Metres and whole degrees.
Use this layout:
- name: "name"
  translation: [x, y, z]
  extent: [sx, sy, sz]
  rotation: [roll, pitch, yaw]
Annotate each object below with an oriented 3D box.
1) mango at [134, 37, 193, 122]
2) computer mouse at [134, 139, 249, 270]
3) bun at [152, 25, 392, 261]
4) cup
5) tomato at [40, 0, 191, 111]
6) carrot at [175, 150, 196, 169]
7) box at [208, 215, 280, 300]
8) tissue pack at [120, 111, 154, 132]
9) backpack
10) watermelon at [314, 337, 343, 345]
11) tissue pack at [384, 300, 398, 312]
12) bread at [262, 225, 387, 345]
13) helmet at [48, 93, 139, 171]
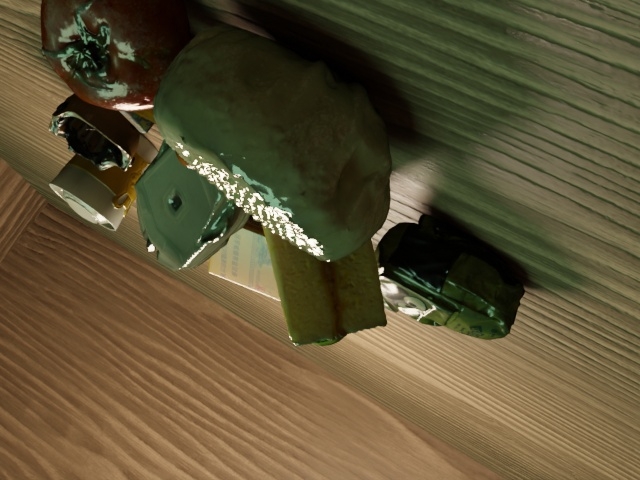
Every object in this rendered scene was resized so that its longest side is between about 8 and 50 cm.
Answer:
- name: "mango"
  translation: [-0.268, -0.263, 1.524]
  extent: [0.248, 0.151, 0.156]
  rotation: [40, 132, -8]
- name: "computer mouse"
  translation: [-0.239, -0.090, 1.938]
  extent: [0.228, 0.145, 0.429]
  rotation: [57, 142, 7]
- name: "bun"
  translation: [-0.050, -0.139, 1.316]
  extent: [0.359, 0.211, 0.360]
  rotation: [37, 172, 6]
- name: "cup"
  translation: [-0.496, -0.146, 2.324]
  extent: [0.185, 0.226, 0.241]
  rotation: [29, 167, 18]
- name: "tomato"
  translation: [-0.296, -0.282, 1.381]
  extent: [0.236, 0.095, 0.237]
  rotation: [9, 119, 16]
- name: "carrot"
  translation: [-0.219, -0.191, 1.667]
  extent: [0.069, 0.069, 0.336]
  rotation: [41, -168, -26]
- name: "box"
  translation: [-0.100, 0.035, 2.075]
  extent: [0.274, 0.076, 0.174]
  rotation: [21, 135, 13]
- name: "tissue pack"
  translation: [-0.359, -0.261, 1.944]
  extent: [0.035, 0.063, 0.083]
  rotation: [23, 164, 47]
- name: "backpack"
  translation: [0.204, 0.066, 1.581]
  extent: [0.253, 0.140, 0.207]
  rotation: [27, 166, 3]
- name: "watermelon"
  translation: [-0.011, 0.190, 2.512]
  extent: [0.187, 0.141, 0.141]
  rotation: [28, 165, 36]
- name: "tissue pack"
  translation: [0.118, 0.078, 1.925]
  extent: [0.111, 0.085, 0.079]
  rotation: [20, 159, 49]
- name: "bread"
  translation: [0.001, 0.004, 1.490]
  extent: [0.264, 0.167, 0.163]
  rotation: [-107, 4, -48]
- name: "helmet"
  translation: [-0.469, -0.251, 2.101]
  extent: [0.198, 0.130, 0.224]
  rotation: [37, 157, -26]
